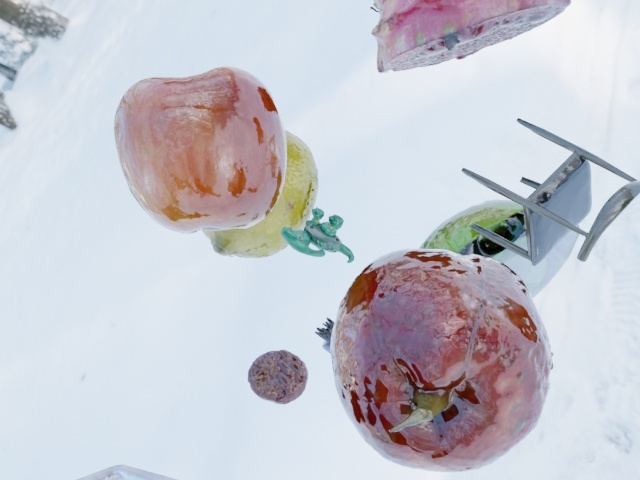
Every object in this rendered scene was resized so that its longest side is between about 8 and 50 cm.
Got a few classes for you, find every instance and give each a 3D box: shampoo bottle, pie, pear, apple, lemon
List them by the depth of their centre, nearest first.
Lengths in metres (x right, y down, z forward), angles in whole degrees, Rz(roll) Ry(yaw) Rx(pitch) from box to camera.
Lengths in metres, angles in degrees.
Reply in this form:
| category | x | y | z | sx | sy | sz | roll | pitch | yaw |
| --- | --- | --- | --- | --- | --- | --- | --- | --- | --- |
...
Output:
| category | x | y | z | sx | sy | sz | roll | pitch | yaw |
| --- | --- | --- | --- | --- | --- | --- | --- | --- | --- |
| apple | -0.171 | -0.122 | 0.991 | 0.242 | 0.242 | 0.241 | 10 | 113 | 57 |
| lemon | -0.137 | -0.099 | 1.397 | 0.257 | 0.258 | 0.310 | -14 | 48 | 50 |
| shampoo bottle | 0.071 | 0.228 | 1.411 | 0.087 | 0.183 | 0.050 | -48 | 7 | 38 |
| pear | 0.349 | 0.039 | 1.496 | 0.399 | 0.398 | 0.165 | -50 | 55 | 22 |
| pie | -0.104 | 0.338 | 1.693 | 0.036 | 0.154 | 0.155 | 101 | 170 | -54 |

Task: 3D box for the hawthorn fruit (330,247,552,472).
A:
| category | x | y | z | sx | sy | sz | roll | pitch | yaw |
| --- | --- | --- | --- | --- | --- | --- | --- | --- | --- |
| hawthorn fruit | 0.134 | 0.128 | 0.751 | 0.258 | 0.258 | 0.262 | -66 | 20 | -3 |

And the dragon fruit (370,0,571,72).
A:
| category | x | y | z | sx | sy | sz | roll | pitch | yaw |
| --- | --- | --- | --- | --- | --- | --- | --- | --- | --- |
| dragon fruit | 0.265 | -0.476 | 1.318 | 0.386 | 0.371 | 0.249 | -14 | 94 | 24 |

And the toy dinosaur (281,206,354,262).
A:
| category | x | y | z | sx | sy | sz | roll | pitch | yaw |
| --- | --- | --- | --- | --- | --- | --- | --- | --- | --- |
| toy dinosaur | 0.000 | 0.000 | 1.167 | 0.059 | 0.132 | 0.096 | -62 | 0 | 41 |

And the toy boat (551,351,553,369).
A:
| category | x | y | z | sx | sy | sz | roll | pitch | yaw |
| --- | --- | --- | --- | --- | --- | --- | --- | --- | --- |
| toy boat | 0.270 | 0.157 | 0.947 | 0.049 | 0.149 | 0.047 | 46 | 121 | 59 |

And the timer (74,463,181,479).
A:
| category | x | y | z | sx | sy | sz | roll | pitch | yaw |
| --- | --- | --- | --- | --- | --- | --- | --- | --- | --- |
| timer | -0.320 | 0.420 | 0.958 | 0.250 | 0.257 | 0.161 | -28 | 77 | 43 |

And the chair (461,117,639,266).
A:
| category | x | y | z | sx | sy | sz | roll | pitch | yaw |
| --- | --- | --- | --- | --- | --- | --- | --- | --- | --- |
| chair | 0.406 | -0.062 | 1.179 | 0.188 | 0.166 | 0.272 | -40 | 46 | -18 |
